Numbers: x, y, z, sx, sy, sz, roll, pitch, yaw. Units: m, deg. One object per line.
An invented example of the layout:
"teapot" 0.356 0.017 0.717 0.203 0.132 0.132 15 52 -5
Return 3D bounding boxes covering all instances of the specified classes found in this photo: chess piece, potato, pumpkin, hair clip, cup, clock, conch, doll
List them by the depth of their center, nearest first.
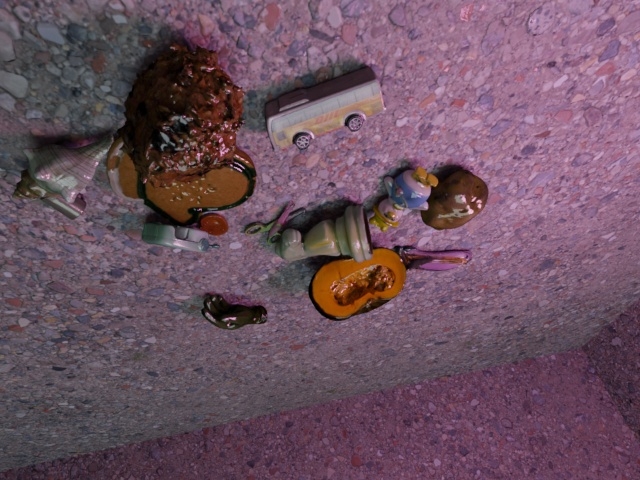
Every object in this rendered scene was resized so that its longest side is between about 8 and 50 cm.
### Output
"conch" -0.553 -0.142 0.879 0.234 0.137 0.114 -16 160 24
"cup" -0.617 -0.097 1.011 0.054 0.075 0.083 -53 137 -9
"clock" -0.373 -0.005 1.145 0.148 0.060 0.189 5 174 43
"doll" 0.231 -0.116 1.216 0.135 0.098 0.241 8 137 -35
"potato" 0.389 -0.114 1.243 0.155 0.137 0.200 30 129 -11
"chess piece" 0.000 0.000 1.260 0.298 0.175 0.175 -11 145 13
"pumpkin" 0.117 0.135 1.451 0.325 0.242 0.232 -18 173 -1
"hair clip" 0.418 0.077 1.567 0.359 0.096 0.110 1 107 -32

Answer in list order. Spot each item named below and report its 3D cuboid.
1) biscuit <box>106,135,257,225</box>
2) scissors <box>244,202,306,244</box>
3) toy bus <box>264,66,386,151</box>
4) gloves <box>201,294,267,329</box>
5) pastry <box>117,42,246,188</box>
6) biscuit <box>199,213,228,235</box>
"biscuit" -0.334 -0.136 1.035 0.344 0.057 0.287 6 139 -25
"scissors" -0.123 -0.050 1.249 0.187 0.020 0.134 -36 142 30
"toy bus" 0.005 -0.285 0.926 0.268 0.092 0.106 -18 135 5
"gloves" -0.314 0.270 1.535 0.268 0.135 0.107 22 89 -41
"pastry" -0.249 -0.222 0.798 0.275 0.274 0.193 -39 145 29
"biscuit" -0.305 -0.044 1.201 0.078 0.015 0.091 -13 143 1
